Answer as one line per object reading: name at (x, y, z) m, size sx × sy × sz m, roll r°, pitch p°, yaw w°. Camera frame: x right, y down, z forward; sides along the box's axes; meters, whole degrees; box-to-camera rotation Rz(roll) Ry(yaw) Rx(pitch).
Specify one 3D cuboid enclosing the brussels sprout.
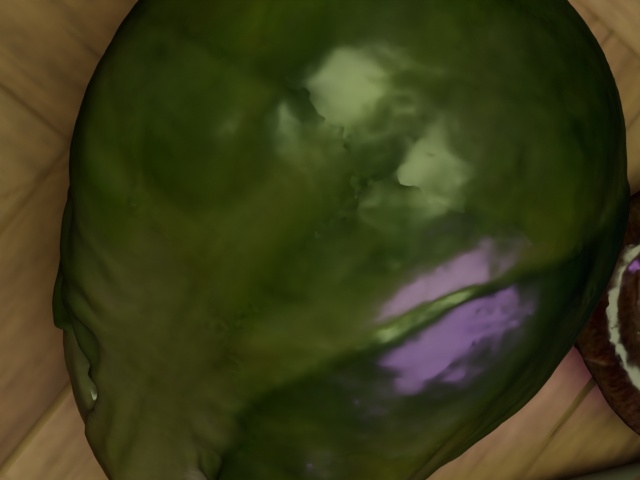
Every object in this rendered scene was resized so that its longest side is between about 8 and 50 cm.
brussels sprout at (0.000, 0.000, 0.620) m, size 0.210 × 0.219 × 0.271 m, roll 32°, pitch 109°, yaw 0°

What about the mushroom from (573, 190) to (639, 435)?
mushroom at (0.245, 0.033, 0.681) m, size 0.227 × 0.217 × 0.148 m, roll -21°, pitch 102°, yaw -12°

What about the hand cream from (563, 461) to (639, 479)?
hand cream at (0.116, 0.143, 0.756) m, size 0.234 × 0.050 × 0.080 m, roll -16°, pitch 105°, yaw -6°
